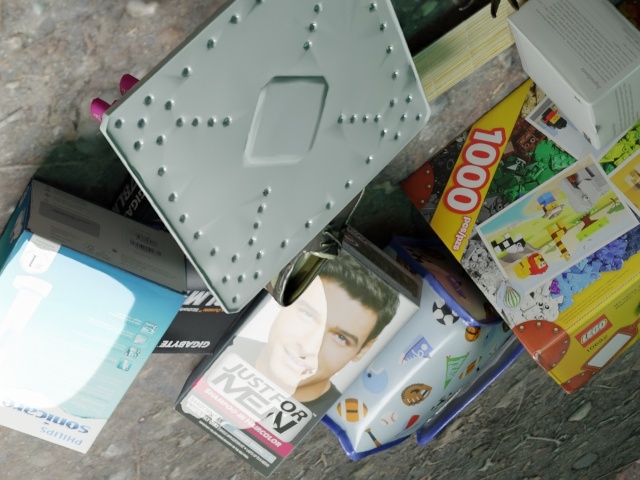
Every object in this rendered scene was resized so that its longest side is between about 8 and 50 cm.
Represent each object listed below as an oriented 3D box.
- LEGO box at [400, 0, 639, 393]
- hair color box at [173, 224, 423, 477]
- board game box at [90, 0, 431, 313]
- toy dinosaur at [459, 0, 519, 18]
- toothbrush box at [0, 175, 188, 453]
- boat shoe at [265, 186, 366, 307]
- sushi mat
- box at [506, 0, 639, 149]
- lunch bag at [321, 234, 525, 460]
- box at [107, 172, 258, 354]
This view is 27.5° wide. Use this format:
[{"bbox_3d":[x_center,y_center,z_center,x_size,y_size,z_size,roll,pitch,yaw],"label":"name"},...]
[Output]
[{"bbox_3d":[0.435,-0.083,1.948,0.500,0.372,0.193,-40,147,6],"label":"LEGO box"},{"bbox_3d":[-0.034,0.157,1.973,0.374,0.185,0.113,-50,-173,19],"label":"hair color box"},{"bbox_3d":[-0.055,-0.154,1.584,0.390,0.050,0.390,-45,142,-14],"label":"board game box"},{"bbox_3d":[0.169,-0.354,1.604,0.296,0.127,0.200,-14,149,-20],"label":"toy dinosaur"},{"bbox_3d":[-0.327,0.101,1.644,0.216,0.126,0.295,23,118,-21],"label":"toothbrush box"},{"bbox_3d":[-0.001,0.000,1.804,0.080,0.073,0.223,12,125,-48],"label":"boat shoe"},{"bbox_3d":[0.207,-0.268,1.812,0.316,0.019,0.151,-35,156,0],"label":"sushi mat"},{"bbox_3d":[0.368,-0.249,1.812,0.119,0.182,0.181,-39,158,2],"label":"box"},{"bbox_3d":[0.175,0.174,2.181,0.328,0.239,0.385,-48,161,18],"label":"lunch bag"},{"bbox_3d":[-0.198,0.037,1.810,0.295,0.073,0.293,8,127,-46],"label":"box"}]
